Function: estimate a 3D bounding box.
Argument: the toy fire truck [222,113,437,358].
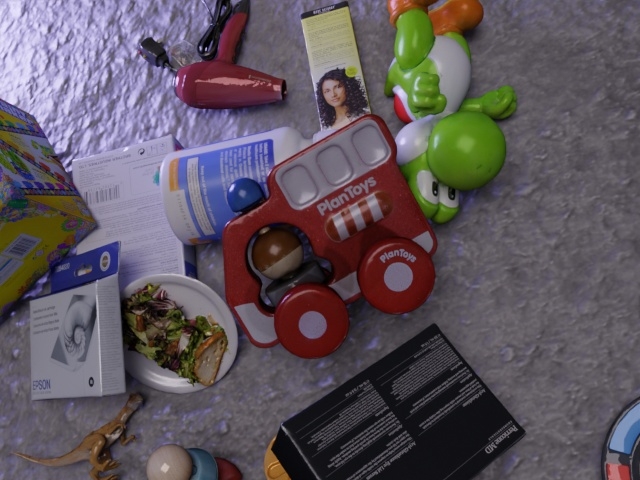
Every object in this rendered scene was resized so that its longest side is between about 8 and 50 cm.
[{"bbox_3d":[0.000,0.000,0.923,0.302,0.169,0.254,-28,98,3],"label":"toy fire truck"}]

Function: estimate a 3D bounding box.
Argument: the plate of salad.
[{"bbox_3d":[-0.223,0.145,1.001,0.200,0.048,0.200,2,109,5],"label":"plate of salad"}]

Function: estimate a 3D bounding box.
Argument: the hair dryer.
[{"bbox_3d":[-0.167,-0.325,1.152,0.223,0.080,0.293,-43,70,-2],"label":"hair dryer"}]

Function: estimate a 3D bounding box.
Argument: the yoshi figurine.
[{"bbox_3d":[0.194,-0.210,0.981,0.203,0.203,0.362,-1,77,6],"label":"yoshi figurine"}]

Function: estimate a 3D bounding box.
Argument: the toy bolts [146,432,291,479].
[{"bbox_3d":[-0.112,0.314,0.888,0.228,0.158,0.218,10,60,28],"label":"toy bolts"}]

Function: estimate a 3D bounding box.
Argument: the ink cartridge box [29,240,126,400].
[{"bbox_3d":[-0.374,0.126,1.018,0.223,0.045,0.224,-15,75,41],"label":"ink cartridge box"}]

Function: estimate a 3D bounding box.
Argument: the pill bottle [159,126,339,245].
[{"bbox_3d":[-0.092,-0.088,1.028,0.272,0.152,0.152,-10,72,10],"label":"pill bottle"}]

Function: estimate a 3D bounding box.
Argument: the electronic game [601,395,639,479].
[{"bbox_3d":[0.468,0.290,0.825,0.229,0.048,0.229,-10,62,19],"label":"electronic game"}]

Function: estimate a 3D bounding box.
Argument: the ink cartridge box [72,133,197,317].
[{"bbox_3d":[-0.303,-0.005,1.099,0.186,0.065,0.311,-12,70,9],"label":"ink cartridge box"}]

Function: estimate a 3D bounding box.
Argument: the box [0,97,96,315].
[{"bbox_3d":[-0.570,-0.050,1.081,0.290,0.177,0.279,-42,64,9],"label":"box"}]

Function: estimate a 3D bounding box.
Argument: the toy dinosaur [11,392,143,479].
[{"bbox_3d":[-0.348,0.318,1.026,0.211,0.064,0.112,-32,51,-8],"label":"toy dinosaur"}]

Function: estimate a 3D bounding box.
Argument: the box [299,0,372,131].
[{"bbox_3d":[0.029,-0.273,1.104,0.087,0.058,0.232,-14,71,8],"label":"box"}]

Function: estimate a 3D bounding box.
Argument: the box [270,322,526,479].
[{"bbox_3d":[0.098,0.255,0.855,0.261,0.103,0.184,-27,64,-28],"label":"box"}]
